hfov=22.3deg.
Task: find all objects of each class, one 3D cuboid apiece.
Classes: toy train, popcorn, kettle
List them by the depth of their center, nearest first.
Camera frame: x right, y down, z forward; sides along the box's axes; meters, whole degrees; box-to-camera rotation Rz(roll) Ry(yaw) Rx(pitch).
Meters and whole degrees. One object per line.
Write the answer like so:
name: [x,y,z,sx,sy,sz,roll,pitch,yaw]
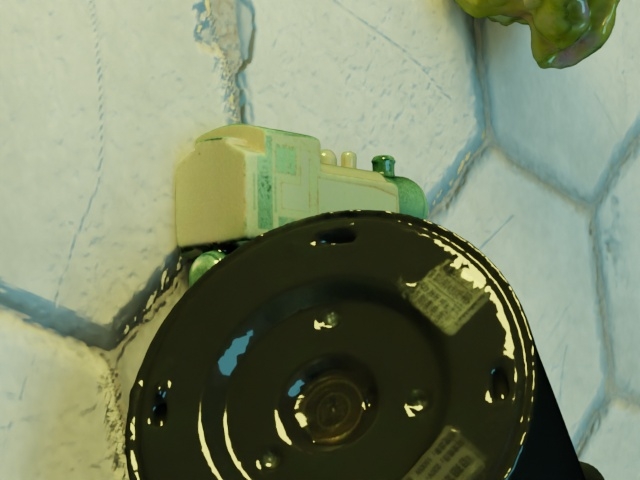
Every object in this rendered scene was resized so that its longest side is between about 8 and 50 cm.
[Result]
kettle: [0.038,0.172,0.870,0.262,0.203,0.308,-68,151,-23]
toy train: [0.000,0.000,0.966,0.194,0.081,0.125,6,81,-48]
popcorn: [0.154,-0.191,1.113,0.125,0.126,0.145,-57,156,-1]
